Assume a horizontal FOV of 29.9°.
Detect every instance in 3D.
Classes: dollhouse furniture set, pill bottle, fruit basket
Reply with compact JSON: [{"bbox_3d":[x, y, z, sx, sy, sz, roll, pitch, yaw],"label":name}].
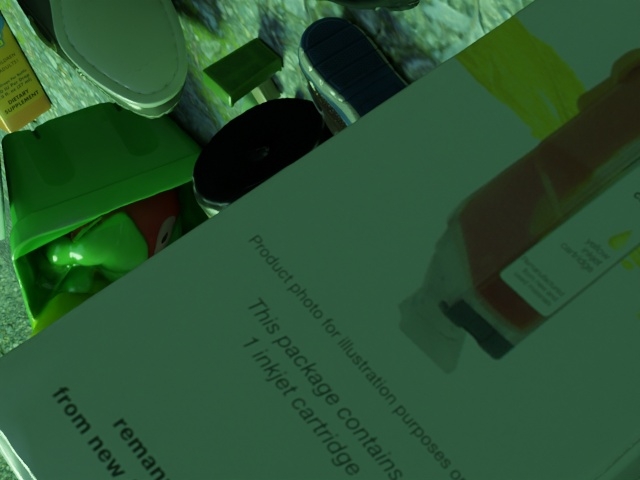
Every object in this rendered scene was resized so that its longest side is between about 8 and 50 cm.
[{"bbox_3d":[-0.060,-0.102,1.042,0.076,0.058,0.152,44,159,22],"label":"dollhouse furniture set"},{"bbox_3d":[0.000,0.000,0.973,0.123,0.123,0.219,28,158,50],"label":"pill bottle"},{"bbox_3d":[-0.215,0.079,1.333,0.392,0.283,0.392,57,160,34],"label":"fruit basket"}]

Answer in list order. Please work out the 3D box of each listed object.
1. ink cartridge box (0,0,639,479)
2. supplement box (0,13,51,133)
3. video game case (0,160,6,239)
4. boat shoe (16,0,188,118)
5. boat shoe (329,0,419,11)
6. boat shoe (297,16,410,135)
[{"bbox_3d":[0.074,0.054,0.531,0.160,0.384,0.279,49,161,19],"label":"ink cartridge box"},{"bbox_3d":[-0.462,-0.264,1.639,0.080,0.078,0.233,27,149,50],"label":"supplement box"},{"bbox_3d":[-0.360,-0.172,1.205,0.244,0.061,0.269,112,150,-59],"label":"video game case"},{"bbox_3d":[-0.216,-0.217,1.129,0.305,0.109,0.091,50,162,25],"label":"boat shoe"},{"bbox_3d":[-0.011,-0.193,0.692,0.340,0.113,0.127,31,152,46],"label":"boat shoe"},{"bbox_3d":[0.049,-0.075,0.853,0.183,0.066,0.066,58,167,13],"label":"boat shoe"}]
